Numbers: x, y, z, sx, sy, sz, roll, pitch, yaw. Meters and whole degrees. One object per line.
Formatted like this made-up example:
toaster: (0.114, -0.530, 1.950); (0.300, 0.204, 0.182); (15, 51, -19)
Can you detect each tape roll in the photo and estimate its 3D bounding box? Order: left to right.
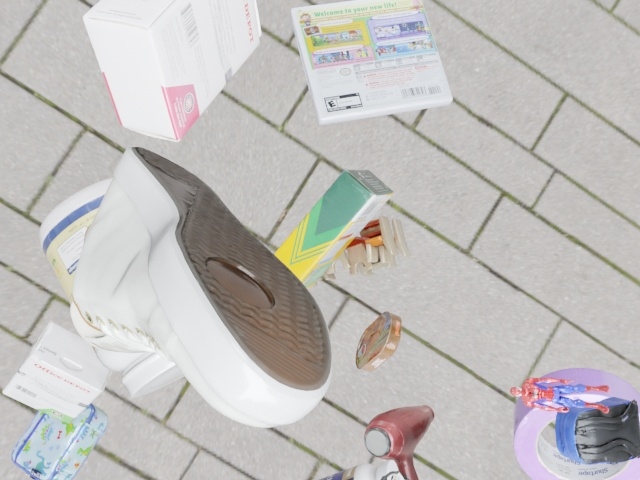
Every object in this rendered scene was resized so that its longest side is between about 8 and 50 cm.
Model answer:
tape roll: (0.541, 0.400, 1.504); (0.274, 0.090, 0.275); (6, 118, 12)

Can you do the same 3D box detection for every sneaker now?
sneaker: (-0.088, 0.045, 0.453); (0.106, 0.290, 0.123); (28, 99, -32)

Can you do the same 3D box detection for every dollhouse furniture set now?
dollhouse furniture set: (0.080, 0.010, 1.733); (0.262, 0.259, 0.135); (-19, 78, 26)

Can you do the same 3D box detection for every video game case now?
video game case: (0.077, -0.280, 1.108); (0.212, 0.023, 0.193); (-11, 75, -12)

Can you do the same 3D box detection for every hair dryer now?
hair dryer: (0.139, 0.403, 1.272); (0.224, 0.080, 0.294); (60, 40, -32)

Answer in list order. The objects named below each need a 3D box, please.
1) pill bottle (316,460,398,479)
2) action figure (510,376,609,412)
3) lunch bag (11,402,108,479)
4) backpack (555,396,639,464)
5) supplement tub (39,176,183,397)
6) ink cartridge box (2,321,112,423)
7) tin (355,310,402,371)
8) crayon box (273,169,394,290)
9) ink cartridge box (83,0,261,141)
pill bottle: (0.081, 0.625, 1.737); (0.264, 0.153, 0.153); (-27, 92, 22)
action figure: (0.268, 0.173, 0.816); (0.115, 0.030, 0.038); (5, 88, -7)
lunch bag: (-0.652, 0.489, 1.806); (0.176, 0.090, 0.219); (18, 67, 34)
backpack: (0.427, 0.302, 1.142); (0.120, 0.101, 0.098); (-5, 84, -20)
supplement tub: (-0.295, 0.074, 1.199); (0.228, 0.228, 0.316); (-29, 79, -7)
ink cartridge box: (-0.541, 0.279, 1.508); (0.160, 0.219, 0.093); (33, 45, -18)
tin: (0.135, 0.238, 1.688); (0.040, 0.190, 0.106); (22, 54, -12)
crayon box: (0.000, 0.000, 1.480); (0.083, 0.203, 0.323); (42, 104, 8)
ink cartridge box: (-0.216, -0.327, 1.137); (0.117, 0.207, 0.283); (15, 52, 18)
